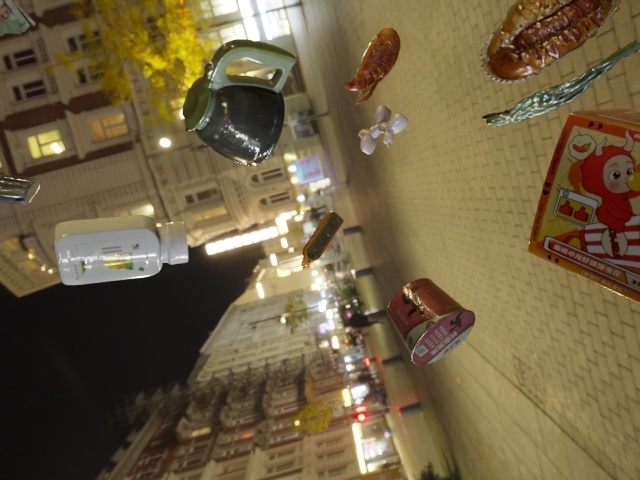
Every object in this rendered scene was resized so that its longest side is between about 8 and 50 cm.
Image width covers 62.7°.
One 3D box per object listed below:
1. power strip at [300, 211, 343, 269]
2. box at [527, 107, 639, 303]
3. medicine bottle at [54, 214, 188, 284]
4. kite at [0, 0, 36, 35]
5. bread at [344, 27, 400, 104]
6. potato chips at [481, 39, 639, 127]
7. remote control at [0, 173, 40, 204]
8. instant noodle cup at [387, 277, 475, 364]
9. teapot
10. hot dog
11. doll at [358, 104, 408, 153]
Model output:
[{"bbox_3d":[0.000,0.000,1.363,0.049,0.178,0.028,37,166,-14],"label":"power strip"},{"bbox_3d":[0.536,-0.054,0.846,0.283,0.214,0.260,34,125,45],"label":"box"},{"bbox_3d":[-0.482,0.020,1.290,0.111,0.296,0.161,-120,32,-45],"label":"medicine bottle"},{"bbox_3d":[-0.488,-0.279,0.726,0.012,0.229,0.250,-27,-63,-71],"label":"kite"},{"bbox_3d":[0.189,-0.592,1.789,0.095,0.269,0.139,28,178,36],"label":"bread"},{"bbox_3d":[0.318,-0.200,0.690,0.092,0.207,0.028,-10,-103,-55],"label":"potato chips"},{"bbox_3d":[-0.918,-0.147,1.311,0.107,0.377,0.044,-98,16,-58],"label":"remote control"},{"bbox_3d":[0.328,0.238,1.611,0.178,0.234,0.235,54,166,39],"label":"instant noodle cup"},{"bbox_3d":[-0.222,-0.354,1.400,0.239,0.321,0.239,10,-114,-41],"label":"teapot"},{"bbox_3d":[0.290,-0.274,0.669,0.099,0.192,0.053,56,-170,22],"label":"hot dog"},{"bbox_3d":[0.189,-0.350,1.686,0.059,0.160,0.161,25,-168,-41],"label":"doll"}]
